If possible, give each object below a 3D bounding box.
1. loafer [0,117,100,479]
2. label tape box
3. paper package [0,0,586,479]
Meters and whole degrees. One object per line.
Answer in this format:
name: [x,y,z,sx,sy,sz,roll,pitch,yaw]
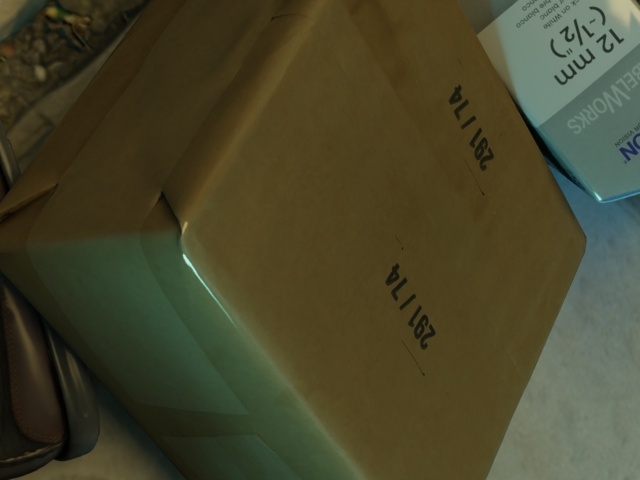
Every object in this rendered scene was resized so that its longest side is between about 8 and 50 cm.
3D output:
loafer: [-0.228,0.002,0.962,0.095,0.109,0.303,-20,89,-30]
label tape box: [0.183,-0.121,1.154,0.115,0.249,0.348,-38,99,5]
paper package: [0.000,0.000,0.999,0.325,0.168,0.309,54,51,-33]
